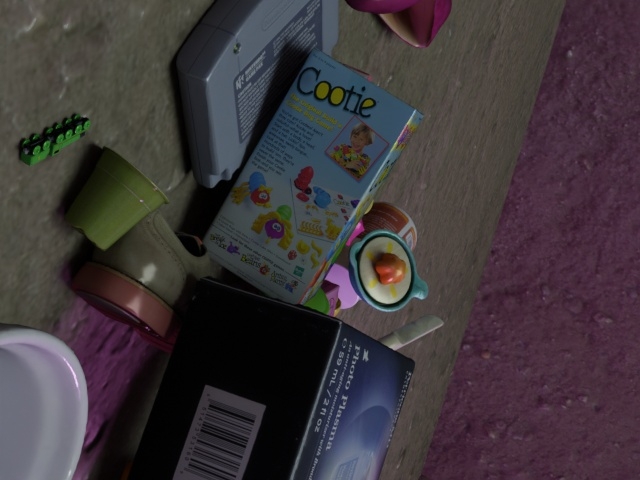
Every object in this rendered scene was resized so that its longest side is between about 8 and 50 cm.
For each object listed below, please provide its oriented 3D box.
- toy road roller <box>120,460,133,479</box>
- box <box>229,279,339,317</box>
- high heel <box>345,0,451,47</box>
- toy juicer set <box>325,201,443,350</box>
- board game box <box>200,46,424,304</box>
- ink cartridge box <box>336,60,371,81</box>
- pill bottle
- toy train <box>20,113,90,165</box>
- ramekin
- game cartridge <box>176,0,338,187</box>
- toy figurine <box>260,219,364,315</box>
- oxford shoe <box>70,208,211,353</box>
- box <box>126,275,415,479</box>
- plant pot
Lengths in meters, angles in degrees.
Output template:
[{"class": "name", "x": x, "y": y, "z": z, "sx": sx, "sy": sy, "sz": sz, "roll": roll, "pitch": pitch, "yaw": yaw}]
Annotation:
[{"class": "toy road roller", "x": -0.194, "y": 0.402, "z": 1.316, "sx": 0.330, "sy": 0.241, "sz": 0.202, "roll": 18, "pitch": 95, "yaw": -34}, {"class": "box", "x": -0.084, "y": 0.183, "z": 1.379, "sx": 0.213, "sy": 0.117, "sz": 0.242, "roll": -22, "pitch": 127, "yaw": -64}, {"class": "high heel", "x": 0.120, "y": -0.326, "z": 1.362, "sx": 0.377, "sy": 0.127, "sz": 0.181, "roll": -45, "pitch": 140, "yaw": -56}, {"class": "toy juicer set", "x": 0.080, "y": 0.073, "z": 1.513, "sx": 0.209, "sy": 0.090, "sz": 0.329, "roll": -46, "pitch": 110, "yaw": -34}, {"class": "board game box", "x": -0.007, "y": -0.074, "z": 1.160, "sx": 0.275, "sy": 0.144, "sz": 0.142, "roll": -58, "pitch": 174, "yaw": 10}, {"class": "ink cartridge box", "x": 0.012, "y": -0.133, "z": 1.360, "sx": 0.158, "sy": 0.092, "sz": 0.218, "roll": -61, "pitch": 162, "yaw": -17}, {"class": "pill bottle", "x": 0.075, "y": 0.027, "z": 1.665, "sx": 0.216, "sy": 0.121, "sz": 0.121, "roll": -43, "pitch": 150, "yaw": -49}, {"class": "toy train", "x": -0.236, "y": -0.090, "z": 0.848, "sx": 0.083, "sy": 0.017, "sz": 0.023, "roll": -42, "pitch": 159, "yaw": -51}, {"class": "ramekin", "x": -0.319, "y": 0.172, "z": 0.722, "sx": 0.277, "sy": 0.135, "sz": 0.277, "roll": -50, "pitch": 153, "yaw": -38}, {"class": "game cartridge", "x": -0.066, "y": -0.221, "z": 1.108, "sx": 0.294, "sy": 0.060, "sz": 0.196, "roll": -53, "pitch": 160, "yaw": -36}, {"class": "toy figurine", "x": 0.000, "y": 0.000, "z": 1.307, "sx": 0.159, "sy": 0.130, "sz": 0.173, "roll": -55, "pitch": -174, "yaw": 22}, {"class": "oxford shoe", "x": -0.152, "y": 0.065, "z": 1.092, "sx": 0.130, "sy": 0.123, "sz": 0.348, "roll": -65, "pitch": 161, "yaw": -14}, {"class": "box", "x": -0.046, "y": 0.228, "z": 1.061, "sx": 0.294, "sy": 0.183, "sz": 0.296, "roll": 36, "pitch": 71, "yaw": -65}, {"class": "plant pot", "x": -0.205, "y": -0.035, "z": 0.919, "sx": 0.079, "sy": 0.083, "sz": 0.083, "roll": -50, "pitch": 158, "yaw": -11}]
